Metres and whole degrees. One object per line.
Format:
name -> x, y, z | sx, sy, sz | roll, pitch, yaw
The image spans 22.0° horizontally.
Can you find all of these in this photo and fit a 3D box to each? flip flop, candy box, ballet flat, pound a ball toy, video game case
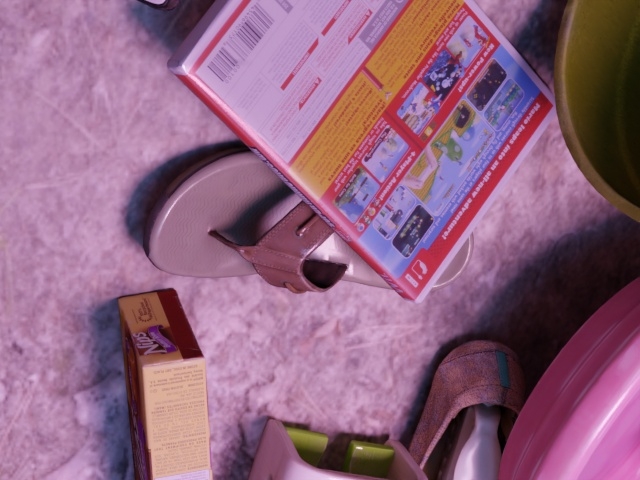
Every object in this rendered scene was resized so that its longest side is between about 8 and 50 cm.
flip flop -> 0.000, 0.000, 1.282 | 0.277, 0.080, 0.112 | 10, 114, -23
candy box -> -0.121, 0.146, 1.304 | 0.053, 0.109, 0.187 | -8, 120, -14
ballet flat -> 0.106, 0.238, 1.428 | 0.107, 0.106, 0.316 | 7, 115, -12
pound a ball toy -> -0.054, 0.318, 1.382 | 0.208, 0.136, 0.319 | 12, 105, -20
video game case -> 0.042, -0.115, 1.225 | 0.285, 0.025, 0.204 | 44, 75, -31

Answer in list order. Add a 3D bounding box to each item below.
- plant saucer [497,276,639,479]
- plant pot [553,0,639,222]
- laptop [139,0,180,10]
plant saucer -> 0.261, 0.146, 1.377 | 0.332, 0.084, 0.332 | -35, 146, -28
plant pot -> 0.425, -0.098, 1.243 | 0.366, 0.366, 0.353 | -48, 133, 10
laptop -> -0.269, -0.361, 0.917 | 0.236, 0.408, 0.382 | -20, 129, -48
